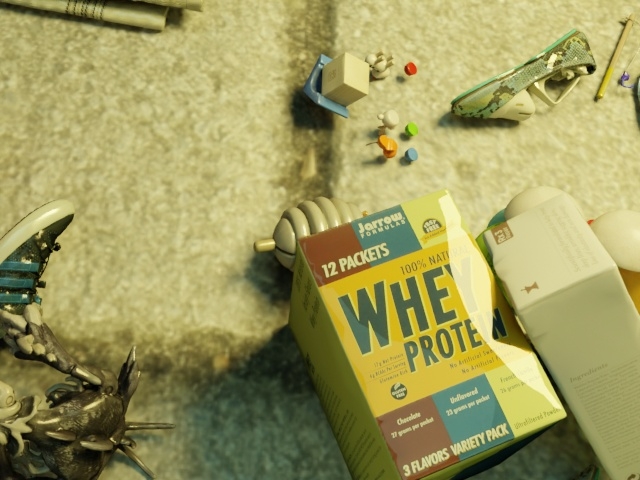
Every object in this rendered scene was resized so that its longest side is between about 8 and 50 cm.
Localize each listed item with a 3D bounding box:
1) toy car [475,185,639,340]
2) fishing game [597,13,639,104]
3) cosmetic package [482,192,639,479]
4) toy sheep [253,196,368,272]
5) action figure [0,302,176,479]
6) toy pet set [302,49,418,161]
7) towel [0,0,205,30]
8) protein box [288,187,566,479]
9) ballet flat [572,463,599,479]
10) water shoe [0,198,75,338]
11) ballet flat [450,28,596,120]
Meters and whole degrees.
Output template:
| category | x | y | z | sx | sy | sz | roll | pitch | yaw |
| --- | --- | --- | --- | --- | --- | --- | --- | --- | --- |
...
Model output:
| category | x | y | z | sx | sy | sz | roll | pitch | yaw |
| --- | --- | --- | --- | --- | --- | --- | --- | --- | --- |
| toy car | 0.232 | 0.023 | 0.818 | 0.181 | 0.159 | 0.136 | 16 | 30 | 2 |
| fishing game | 0.455 | -0.160 | 0.967 | 0.264 | 0.041 | 0.189 | 18 | 65 | 12 |
| cosmetic package | 0.226 | 0.087 | 0.700 | 0.085 | 0.231 | 0.117 | -27 | 30 | 11 |
| toy sheep | 0.000 | 0.000 | 0.824 | 0.132 | 0.091 | 0.091 | -2 | 65 | -22 |
| action figure | -0.258 | 0.133 | 0.698 | 0.141 | 0.275 | 0.164 | 26 | 89 | 46 |
| toy pet set | 0.044 | -0.147 | 0.923 | 0.114 | 0.065 | 0.122 | 19 | 63 | -35 |
| towel | -0.265 | -0.394 | 1.006 | 0.324 | 0.056 | 0.312 | 7 | 62 | 0 |
| protein box | 0.073 | 0.103 | 0.721 | 0.135 | 0.200 | 0.201 | -19 | 68 | -13 |
| ballet flat | 0.221 | 0.251 | 0.758 | 0.041 | 0.041 | 0.114 | 19 | 64 | 3 |
| water shoe | -0.290 | 0.051 | 0.794 | 0.080 | 0.073 | 0.203 | 44 | 72 | -9 |
| ballet flat | 0.232 | -0.170 | 0.938 | 0.188 | 0.070 | 0.070 | -31 | 72 | -14 |
